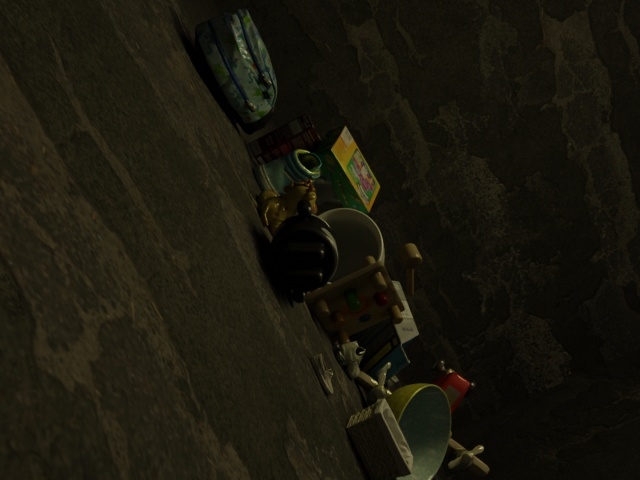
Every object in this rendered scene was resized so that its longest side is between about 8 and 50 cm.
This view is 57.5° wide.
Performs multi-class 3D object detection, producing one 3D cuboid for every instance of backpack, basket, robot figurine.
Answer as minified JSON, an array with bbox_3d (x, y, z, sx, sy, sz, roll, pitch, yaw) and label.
[{"bbox_3d":[-0.267,-0.565,1.875,0.355,0.273,0.290,36,33,-54],"label":"backpack"},{"bbox_3d":[0.145,0.495,1.430,0.167,0.103,0.113,63,11,3],"label":"basket"},{"bbox_3d":[-0.046,0.027,1.474,0.173,0.209,0.278,41,10,-10],"label":"robot figurine"}]

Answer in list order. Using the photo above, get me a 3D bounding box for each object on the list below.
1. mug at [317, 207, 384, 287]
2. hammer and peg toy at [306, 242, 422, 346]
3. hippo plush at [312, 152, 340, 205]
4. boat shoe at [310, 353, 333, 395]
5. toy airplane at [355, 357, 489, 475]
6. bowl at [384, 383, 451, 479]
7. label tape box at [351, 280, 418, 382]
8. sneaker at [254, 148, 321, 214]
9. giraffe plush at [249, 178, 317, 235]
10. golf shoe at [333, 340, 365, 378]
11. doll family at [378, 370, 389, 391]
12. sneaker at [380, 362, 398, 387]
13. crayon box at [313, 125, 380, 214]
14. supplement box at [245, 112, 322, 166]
[{"bbox_3d":[0.053,0.042,2.088,0.374,0.276,0.328,34,-10,17],"label":"mug"},{"bbox_3d":[0.162,0.174,1.772,0.266,0.361,0.127,61,6,-45],"label":"hammer and peg toy"},{"bbox_3d":[-0.027,-0.170,2.269,0.294,0.236,0.234,59,2,25],"label":"hippo plush"},{"bbox_3d":[0.012,0.315,1.378,0.100,0.035,0.035,65,5,8],"label":"boat shoe"},{"bbox_3d":[0.316,0.585,1.862,0.272,0.386,0.384,-44,122,-51],"label":"toy airplane"},{"bbox_3d":[0.226,0.532,1.638,0.156,0.289,0.289,4,-47,44],"label":"bowl"},{"bbox_3d":[0.234,0.354,2.138,0.115,0.249,0.348,8,47,-31],"label":"label tape box"},{"bbox_3d":[-0.067,-0.191,1.979,0.319,0.208,0.127,41,25,-63],"label":"sneaker"},{"bbox_3d":[-0.085,-0.104,1.689,0.181,0.170,0.210,68,6,32],"label":"giraffe plush"},{"bbox_3d":[0.107,0.370,1.809,0.069,0.086,0.176,66,3,39],"label":"golf shoe"},{"bbox_3d":[0.218,0.538,2.231,0.111,0.076,0.193,55,5,-38],"label":"doll family"},{"bbox_3d":[0.260,0.528,2.563,0.258,0.091,0.094,63,5,-11],"label":"sneaker"},{"bbox_3d":[0.097,-0.238,2.041,0.278,0.081,0.165,57,38,-26],"label":"crayon box"},{"bbox_3d":[-0.122,-0.327,2.017,0.073,0.239,0.130,66,5,30],"label":"supplement box"}]
